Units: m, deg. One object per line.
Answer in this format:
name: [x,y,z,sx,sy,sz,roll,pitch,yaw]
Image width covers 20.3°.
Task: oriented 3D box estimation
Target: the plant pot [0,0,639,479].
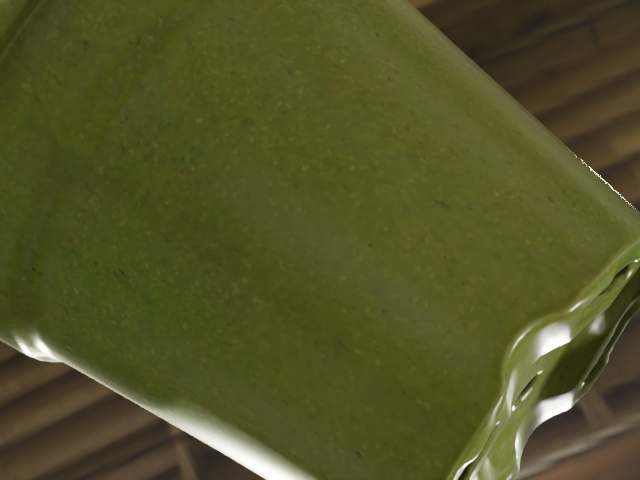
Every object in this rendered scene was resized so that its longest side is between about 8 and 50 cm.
plant pot: [0.000,0.000,0.801,0.254,0.276,0.276,37,-123,18]
